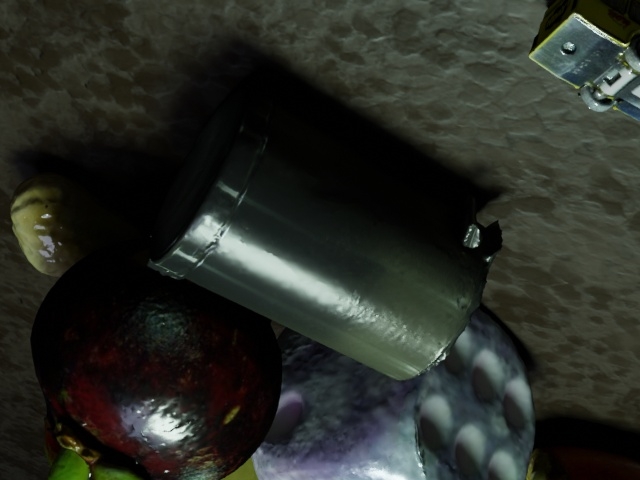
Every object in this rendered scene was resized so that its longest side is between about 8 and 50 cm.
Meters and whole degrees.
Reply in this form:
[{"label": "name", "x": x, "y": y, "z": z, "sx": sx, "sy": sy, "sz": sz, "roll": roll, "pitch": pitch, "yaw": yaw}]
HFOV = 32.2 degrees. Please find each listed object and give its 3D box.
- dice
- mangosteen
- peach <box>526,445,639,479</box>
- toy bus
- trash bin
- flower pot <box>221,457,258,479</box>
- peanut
[{"label": "dice", "x": 0.092, "y": 0.227, "z": 1.404, "sx": 0.271, "sy": 0.270, "sz": 0.270, "roll": -12, "pitch": 139, "yaw": 41}, {"label": "mangosteen", "x": -0.215, "y": 0.164, "z": 1.278, "sx": 0.306, "sy": 0.359, "sz": 0.306, "roll": 43, "pitch": 156, "yaw": 24}, {"label": "peach", "x": 0.398, "y": 0.469, "z": 1.592, "sx": 0.353, "sy": 0.339, "sz": 0.416, "roll": -36, "pitch": 124, "yaw": 18}, {"label": "toy bus", "x": 0.284, "y": -0.129, "z": 0.906, "sx": 0.226, "sy": 0.074, "sz": 0.081, "roll": 25, "pitch": 149, "yaw": -10}, {"label": "trash bin", "x": 0.000, "y": 0.000, "z": 1.152, "sx": 0.301, "sy": 0.203, "sz": 0.252, "roll": 28, "pitch": 127, "yaw": -18}, {"label": "flower pot", "x": -0.170, "y": 0.465, "z": 2.038, "sx": 0.195, "sy": 0.179, "sz": 0.195, "roll": 13, "pitch": 148, "yaw": 8}, {"label": "peanut", "x": -0.298, "y": 0.007, "z": 1.411, "sx": 0.110, "sy": 0.120, "sz": 0.236, "roll": -6, "pitch": 139, "yaw": 41}]
